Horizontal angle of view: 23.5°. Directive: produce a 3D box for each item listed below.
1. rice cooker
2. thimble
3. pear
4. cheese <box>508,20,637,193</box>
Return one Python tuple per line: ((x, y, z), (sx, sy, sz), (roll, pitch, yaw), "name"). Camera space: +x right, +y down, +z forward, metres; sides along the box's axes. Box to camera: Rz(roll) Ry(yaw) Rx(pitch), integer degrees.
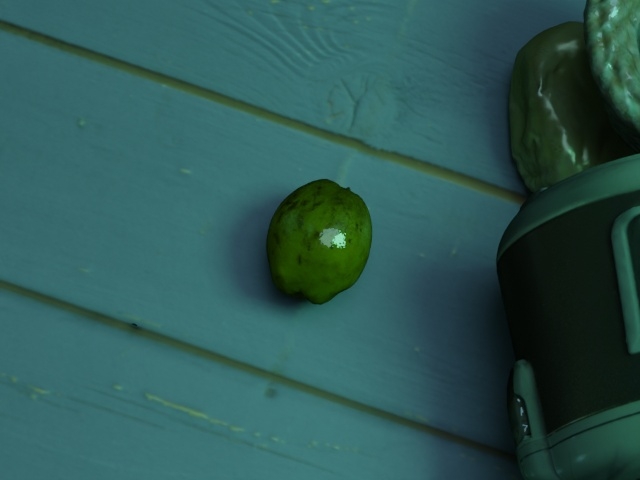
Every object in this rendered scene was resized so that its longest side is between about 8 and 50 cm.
((0.336, 0.104, 1.444), (0.335, 0.335, 0.325), (-6, 70, -10), "rice cooker")
((0.361, -0.176, 1.507), (0.196, 0.148, 0.229), (-38, 62, 3), "thimble")
((0.000, 0.000, 1.554), (0.107, 0.107, 0.131), (25, 75, 3), "pear")
((0.310, -0.130, 1.647), (0.214, 0.117, 0.225), (-4, 75, -13), "cheese")
